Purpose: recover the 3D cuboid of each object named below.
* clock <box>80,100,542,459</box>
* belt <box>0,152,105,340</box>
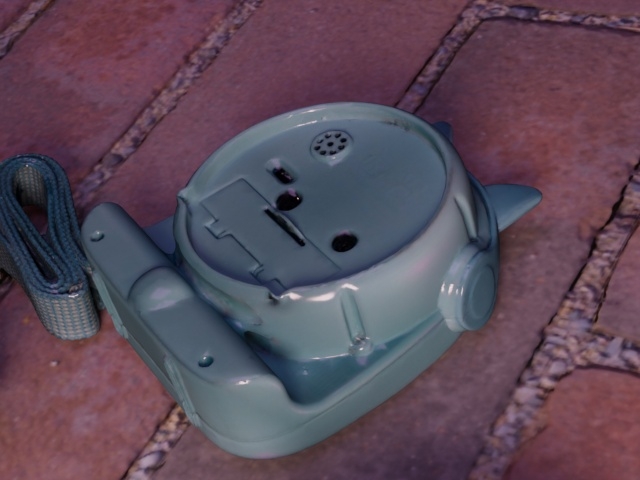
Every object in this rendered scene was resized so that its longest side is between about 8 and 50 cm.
[{"bbox_3d":[0.000,0.000,0.996,0.274,0.094,0.223,-33,44,-16],"label":"clock"},{"bbox_3d":[-0.209,0.006,1.088,0.100,0.065,0.179,-19,39,-16],"label":"belt"}]
